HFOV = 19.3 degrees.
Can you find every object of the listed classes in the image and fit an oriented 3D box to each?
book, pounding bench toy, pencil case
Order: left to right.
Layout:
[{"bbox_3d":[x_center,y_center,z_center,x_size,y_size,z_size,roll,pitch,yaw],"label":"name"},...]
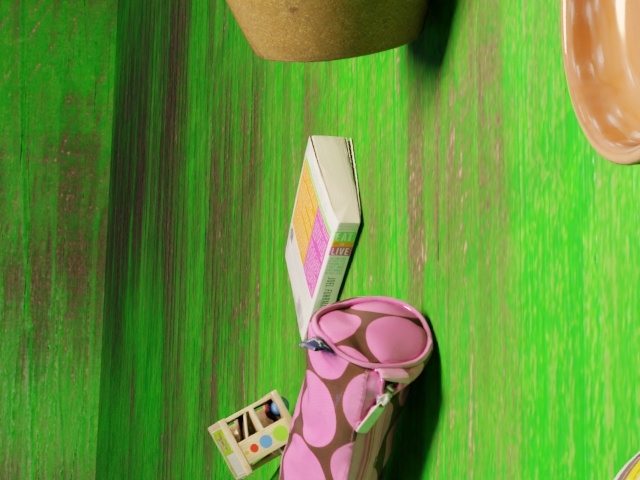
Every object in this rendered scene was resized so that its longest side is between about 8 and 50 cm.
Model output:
[{"bbox_3d":[-0.044,0.178,1.606,0.083,0.065,0.052,61,162,5],"label":"pounding bench toy"},{"bbox_3d":[0.000,0.000,1.522,0.144,0.035,0.096,107,159,-46],"label":"book"},{"bbox_3d":[0.017,0.144,1.268,0.098,0.095,0.209,-128,39,-49],"label":"pencil case"}]

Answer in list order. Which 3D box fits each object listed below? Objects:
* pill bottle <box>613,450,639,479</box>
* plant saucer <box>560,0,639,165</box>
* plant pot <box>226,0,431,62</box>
[{"bbox_3d":[0.164,0.091,0.536,0.215,0.117,0.117,131,142,-71],"label":"pill bottle"},{"bbox_3d":[0.157,-0.132,0.836,0.200,0.037,0.200,-176,90,-77],"label":"plant saucer"},{"bbox_3d":[-0.005,-0.255,1.253,0.237,0.237,0.254,-121,23,-70],"label":"plant pot"}]
